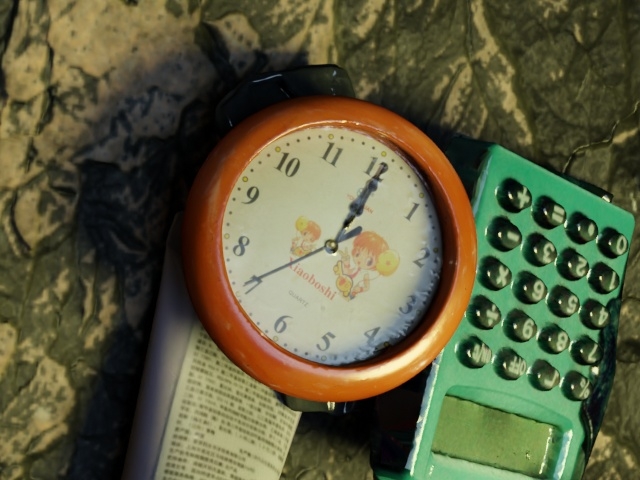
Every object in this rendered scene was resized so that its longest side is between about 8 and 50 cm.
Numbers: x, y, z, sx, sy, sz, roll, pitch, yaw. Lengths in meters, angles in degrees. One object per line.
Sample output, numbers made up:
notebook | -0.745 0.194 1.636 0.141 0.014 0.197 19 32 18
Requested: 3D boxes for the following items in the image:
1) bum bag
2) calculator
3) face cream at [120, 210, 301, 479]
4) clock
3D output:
bum bag | 0.000 0.000 1.193 0.123 0.060 0.248 -23 96 -39
calculator | 0.148 0.071 1.266 0.248 0.058 0.274 21 83 -51
face cream | -0.075 0.130 1.181 0.154 0.096 0.274 25 72 -29
clock | 0.007 0.005 1.128 0.205 0.051 0.205 2 84 -19
